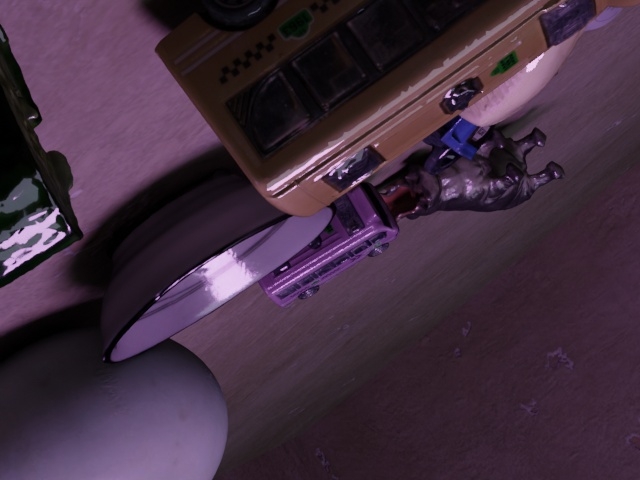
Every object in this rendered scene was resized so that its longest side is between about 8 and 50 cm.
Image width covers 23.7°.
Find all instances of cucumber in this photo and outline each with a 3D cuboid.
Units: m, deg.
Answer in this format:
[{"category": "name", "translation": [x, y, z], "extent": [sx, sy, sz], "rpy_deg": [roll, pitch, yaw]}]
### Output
[{"category": "cucumber", "translation": [-0.234, -0.066, 0.959], "extent": [0.130, 0.191, 0.191], "rpy_deg": [-34, 168, 1]}]

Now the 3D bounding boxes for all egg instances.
[{"category": "egg", "translation": [-0.274, 0.242, 1.832], "extent": [0.389, 0.276, 0.276], "rpy_deg": [-13, 157, -51]}]

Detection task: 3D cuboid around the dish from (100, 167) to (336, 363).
[{"category": "dish", "translation": [-0.137, 0.010, 1.696], "extent": [0.316, 0.106, 0.316], "rpy_deg": [-33, 171, -6]}]

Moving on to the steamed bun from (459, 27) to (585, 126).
[{"category": "steamed bun", "translation": [0.175, -0.229, 1.404], "extent": [0.153, 0.170, 0.238], "rpy_deg": [-37, 165, -35]}]

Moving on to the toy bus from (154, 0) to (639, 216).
[{"category": "toy bus", "translation": [0.069, -0.187, 1.207], "extent": [0.365, 0.201, 0.177], "rpy_deg": [-35, 167, 7]}]

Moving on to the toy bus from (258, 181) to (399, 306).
[{"category": "toy bus", "translation": [0.000, 0.000, 2.040], "extent": [0.199, 0.096, 0.108], "rpy_deg": [-32, 164, 6]}]

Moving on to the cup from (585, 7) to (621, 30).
[{"category": "cup", "translation": [0.286, -0.290, 1.611], "extent": [0.136, 0.099, 0.133], "rpy_deg": [-35, 167, 13]}]

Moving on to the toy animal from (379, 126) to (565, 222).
[{"category": "toy animal", "translation": [0.204, -0.089, 2.207], "extent": [0.343, 0.106, 0.168], "rpy_deg": [-14, 166, -42]}]

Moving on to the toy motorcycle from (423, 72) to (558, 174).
[{"category": "toy motorcycle", "translation": [0.150, -0.183, 1.661], "extent": [0.212, 0.125, 0.358], "rpy_deg": [-44, 169, 9]}]
